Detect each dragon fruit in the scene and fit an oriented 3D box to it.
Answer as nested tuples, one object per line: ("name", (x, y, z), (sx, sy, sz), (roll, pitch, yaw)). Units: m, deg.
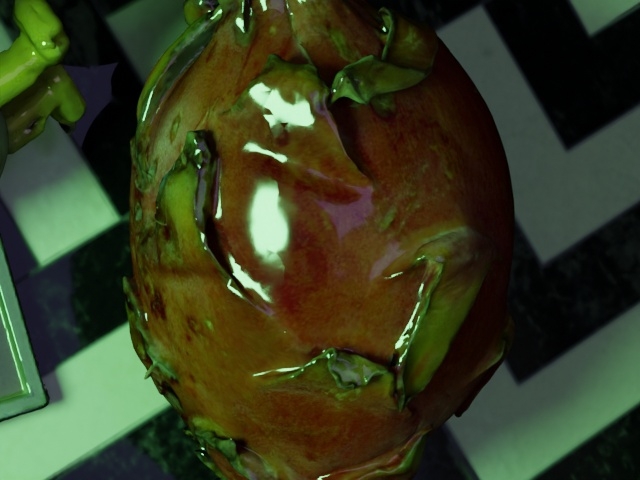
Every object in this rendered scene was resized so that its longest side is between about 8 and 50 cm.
("dragon fruit", (-0.001, -0.004, 0.957), (0.250, 0.250, 0.315), (-15, 83, -17))

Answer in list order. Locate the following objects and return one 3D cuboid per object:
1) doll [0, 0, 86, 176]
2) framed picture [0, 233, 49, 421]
("doll", (-0.274, 0.013, 0.893), (0.094, 0.160, 0.365), (38, 72, 13))
("framed picture", (-0.333, 0.030, 0.966), (0.315, 0.024, 0.232), (-15, 90, -18))
